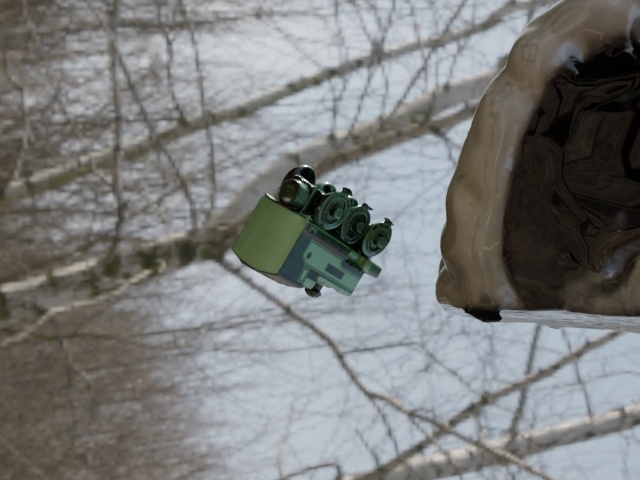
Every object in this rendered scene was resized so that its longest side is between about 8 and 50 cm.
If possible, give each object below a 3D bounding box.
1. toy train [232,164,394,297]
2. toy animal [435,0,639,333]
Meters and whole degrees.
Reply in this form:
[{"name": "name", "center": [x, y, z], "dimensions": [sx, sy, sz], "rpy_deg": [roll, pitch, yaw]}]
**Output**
[{"name": "toy train", "center": [0.000, 0.000, 0.524], "dimensions": [0.033, 0.083, 0.053], "rpy_deg": [30, -92, 33]}, {"name": "toy animal", "center": [0.162, -0.030, 0.531], "dimensions": [0.204, 0.208, 0.156], "rpy_deg": [26, 68, -78]}]
